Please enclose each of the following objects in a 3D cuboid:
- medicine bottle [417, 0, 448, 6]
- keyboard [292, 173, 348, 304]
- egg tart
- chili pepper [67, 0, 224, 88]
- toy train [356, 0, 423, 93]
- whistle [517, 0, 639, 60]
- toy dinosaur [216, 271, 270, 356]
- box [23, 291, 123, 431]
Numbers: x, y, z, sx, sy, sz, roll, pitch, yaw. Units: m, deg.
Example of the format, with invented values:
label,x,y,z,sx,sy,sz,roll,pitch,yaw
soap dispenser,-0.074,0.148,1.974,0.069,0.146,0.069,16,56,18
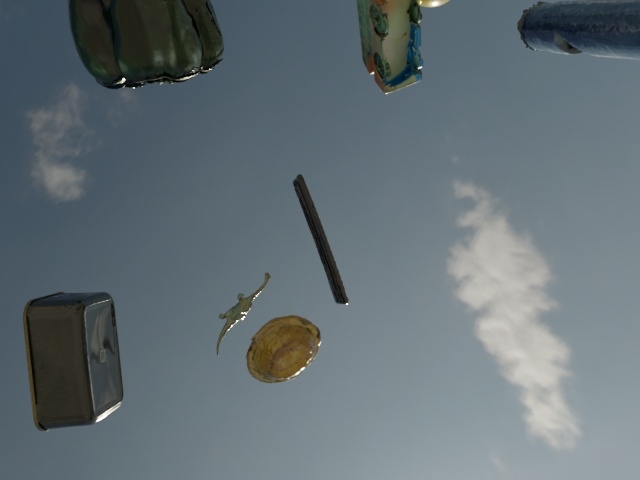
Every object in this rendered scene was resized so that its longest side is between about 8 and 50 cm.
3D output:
label,x,y,z,sx,sy,sz,roll,pitch,yaw
medicine bottle,0.171,-0.438,1.199,0.212,0.122,0.122,-44,-77,0
keyboard,0.000,0.000,1.345,0.017,0.087,0.250,-19,-91,-11
egg tart,-0.052,0.177,1.143,0.128,0.049,0.129,-12,-59,-21
chili pepper,-0.305,-0.392,1.277,0.233,0.248,0.257,-41,-54,-49
toy train,0.103,-0.312,1.073,0.072,0.188,0.099,-19,-131,-7
whistle,0.298,-0.208,0.719,0.062,0.304,0.062,-5,-72,-15
toy dinosaur,-0.151,0.131,1.319,0.037,0.180,0.058,46,-170,26
box,-0.375,0.181,1.128,0.090,0.144,0.201,-4,-89,8
